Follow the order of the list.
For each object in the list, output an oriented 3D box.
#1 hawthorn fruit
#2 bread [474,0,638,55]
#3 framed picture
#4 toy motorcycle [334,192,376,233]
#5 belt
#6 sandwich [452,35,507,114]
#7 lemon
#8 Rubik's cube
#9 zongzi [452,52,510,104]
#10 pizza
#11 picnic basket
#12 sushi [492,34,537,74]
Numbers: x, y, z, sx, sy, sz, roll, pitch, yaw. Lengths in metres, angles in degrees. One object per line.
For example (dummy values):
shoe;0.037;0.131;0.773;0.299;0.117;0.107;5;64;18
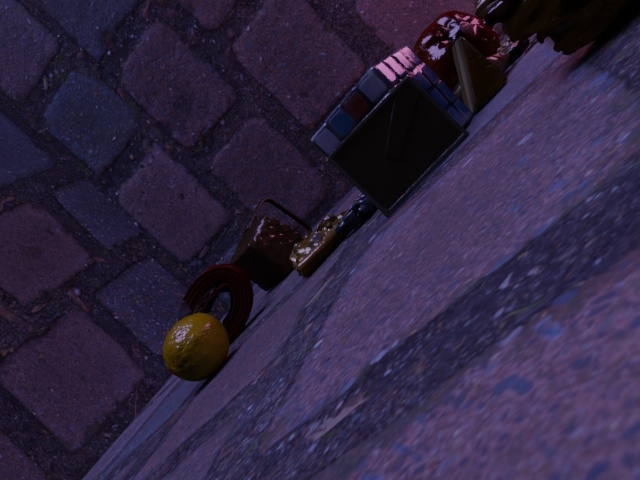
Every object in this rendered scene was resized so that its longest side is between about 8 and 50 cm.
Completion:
hawthorn fruit;0.449;-0.619;2.152;0.295;0.295;0.311;-48;-1;-30
bread;0.440;-0.443;0.989;0.370;0.191;0.314;-32;-13;-45
framed picture;0.167;-0.204;1.365;0.260;0.189;0.023;-47;-1;-3
toy motorcycle;0.114;-0.089;1.712;0.193;0.061;0.124;-46;6;-7
belt;-0.349;0.236;2.104;0.115;0.227;0.323;-110;45;-86
sandwich;0.365;-0.410;1.586;0.113;0.163;0.079;-47;3;-5
lemon;-0.342;0.292;1.741;0.193;0.180;0.180;-16;-22;-50
Rubik's cube;0.177;-0.282;1.554;0.253;0.259;0.256;-45;3;38
zongzi;0.437;-0.437;1.757;0.189;0.081;0.178;-43;0;43
pizza;0.000;0.000;1.860;0.323;0.089;0.223;-47;7;-33
picnic basket;-0.192;0.008;2.558;0.291;0.254;0.321;-38;22;56
sushi;0.515;-0.521;1.918;0.359;0.064;0.343;-47;4;-3
